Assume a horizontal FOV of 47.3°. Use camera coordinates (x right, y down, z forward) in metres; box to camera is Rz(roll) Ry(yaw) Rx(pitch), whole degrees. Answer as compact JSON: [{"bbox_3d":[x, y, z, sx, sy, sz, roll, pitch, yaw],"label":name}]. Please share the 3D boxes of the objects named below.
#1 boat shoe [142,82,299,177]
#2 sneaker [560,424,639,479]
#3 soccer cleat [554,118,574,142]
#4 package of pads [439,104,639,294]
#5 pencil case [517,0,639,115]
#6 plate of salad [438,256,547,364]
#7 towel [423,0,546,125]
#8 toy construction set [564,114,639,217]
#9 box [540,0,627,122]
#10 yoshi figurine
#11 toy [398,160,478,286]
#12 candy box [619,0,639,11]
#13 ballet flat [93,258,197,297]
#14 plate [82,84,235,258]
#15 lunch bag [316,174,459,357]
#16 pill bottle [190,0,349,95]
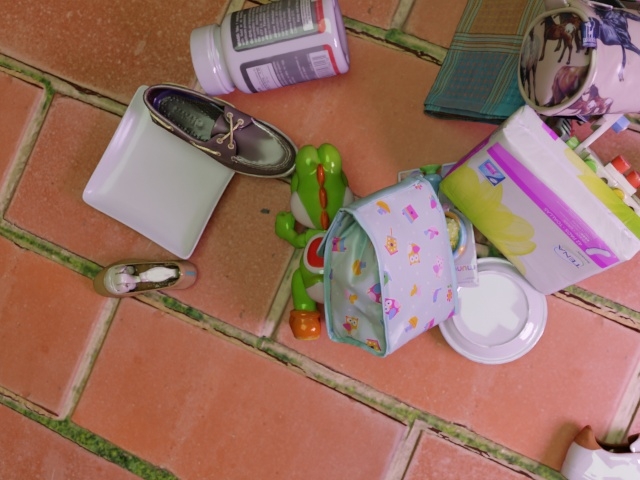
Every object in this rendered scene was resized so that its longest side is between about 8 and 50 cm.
[{"bbox_3d":[-0.195,-0.215,1.418,0.325,0.097,0.116,27,90,11],"label":"boat shoe"},{"bbox_3d":[0.573,0.408,1.250,0.290,0.106,0.123,21,93,14],"label":"sneaker"},{"bbox_3d":[0.454,-0.223,1.365,0.036,0.029,0.083,-3,90,7],"label":"soccer cleat"},{"bbox_3d":[0.368,-0.055,1.248,0.296,0.229,0.101,46,62,0],"label":"package of pads"},{"bbox_3d":[0.523,-0.296,1.173,0.411,0.160,0.183,-5,115,-23],"label":"pencil case"},{"bbox_3d":[0.316,0.130,1.356,0.200,0.048,0.199,-4,75,15],"label":"plate of salad"},{"bbox_3d":[0.339,-0.385,1.316,0.271,0.040,0.369,22,90,54],"label":"towel"},{"bbox_3d":[0.545,-0.115,1.275,0.215,0.151,0.327,-44,69,30],"label":"toy construction set"},{"bbox_3d":[0.430,-0.331,1.302,0.153,0.108,0.207,28,93,56],"label":"box"},{"bbox_3d":[0.012,-0.005,1.394,0.203,0.204,0.361,8,104,52],"label":"yoshi figurine"},{"bbox_3d":[0.212,-0.029,1.369,0.137,0.056,0.237,-8,77,25],"label":"toy"},{"bbox_3d":[0.525,-0.512,1.351,0.234,0.071,0.159,12,88,12],"label":"candy box"},{"bbox_3d":[-0.369,0.071,1.488,0.233,0.073,0.080,-9,83,11],"label":"ballet flat"},{"bbox_3d":[-0.316,-0.142,1.508,0.278,0.045,0.277,28,92,12],"label":"plate"},{"bbox_3d":[0.117,0.034,1.260,0.160,0.223,0.262,10,114,44],"label":"lunch bag"},{"bbox_3d":[-0.096,-0.377,1.423,0.284,0.161,0.161,-10,84,11],"label":"pill bottle"}]
